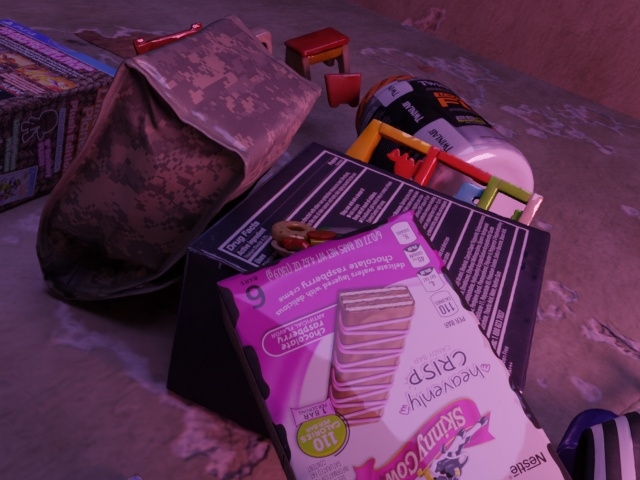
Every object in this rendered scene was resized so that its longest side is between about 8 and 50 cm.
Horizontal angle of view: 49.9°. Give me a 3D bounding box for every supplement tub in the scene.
[{"bbox_3d":[0.177,-0.133,1.092,0.194,0.193,0.316,3,33,-23],"label":"supplement tub"}]

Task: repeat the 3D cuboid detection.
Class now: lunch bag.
[{"bbox_3d":[-0.159,-0.070,0.751,0.169,0.287,0.235,40,32,-5],"label":"lunch bag"}]

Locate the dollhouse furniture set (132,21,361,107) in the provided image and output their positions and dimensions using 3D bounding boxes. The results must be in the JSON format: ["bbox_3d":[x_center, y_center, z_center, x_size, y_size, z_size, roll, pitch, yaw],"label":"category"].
[{"bbox_3d":[-0.085,-0.270,1.116,0.374,0.152,0.201,-25,47,-23],"label":"dollhouse furniture set"}]

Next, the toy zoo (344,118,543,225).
[{"bbox_3d":[0.114,-0.035,0.911,0.293,0.192,0.030,29,1,19],"label":"toy zoo"}]

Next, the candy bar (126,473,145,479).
[{"bbox_3d":[-0.101,0.231,0.522,0.161,0.018,0.040,30,29,22],"label":"candy bar"}]

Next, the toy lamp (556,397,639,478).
[{"bbox_3d":[0.344,0.194,0.750,0.275,0.080,0.080,-16,43,-42],"label":"toy lamp"}]

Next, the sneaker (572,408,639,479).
[{"bbox_3d":[0.326,0.326,0.503,0.257,0.169,0.447,-13,47,-2],"label":"sneaker"}]

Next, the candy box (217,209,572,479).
[{"bbox_3d":[0.043,0.110,0.471,0.159,0.071,0.233,-21,64,-13],"label":"candy box"}]

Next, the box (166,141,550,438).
[{"bbox_3d":[0.050,0.067,0.704,0.294,0.182,0.296,24,32,11],"label":"box"}]

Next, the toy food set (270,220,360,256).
[{"bbox_3d":[0.000,0.000,0.574,0.083,0.020,0.083,0,12,-6],"label":"toy food set"}]

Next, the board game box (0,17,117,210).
[{"bbox_3d":[-0.435,-0.165,0.882,0.232,0.141,0.291,27,31,16],"label":"board game box"}]
